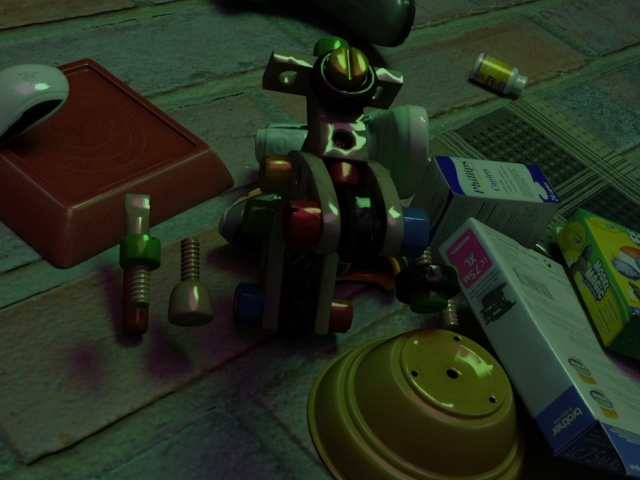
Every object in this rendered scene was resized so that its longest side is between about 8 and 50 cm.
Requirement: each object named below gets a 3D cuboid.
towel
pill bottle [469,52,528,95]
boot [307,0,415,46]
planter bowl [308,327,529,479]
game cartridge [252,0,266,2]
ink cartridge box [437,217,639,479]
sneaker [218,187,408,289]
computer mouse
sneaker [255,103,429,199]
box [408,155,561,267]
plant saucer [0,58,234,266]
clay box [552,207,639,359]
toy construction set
[{"bbox_3d":[0.313,-0.059,1.224,0.312,0.056,0.324,-27,60,-40],"label":"towel"},{"bbox_3d":[0.275,-0.253,1.434,0.083,0.043,0.043,25,38,7],"label":"pill bottle"},{"bbox_3d":[-0.034,-0.383,1.390,0.222,0.118,0.338,-11,39,-38],"label":"boot"},{"bbox_3d":[0.104,0.144,0.835,0.217,0.090,0.217,12,38,-10],"label":"planter bowl"},{"bbox_3d":[-0.117,-0.399,1.451,0.056,0.017,0.083,0,42,-19],"label":"game cartridge"},{"bbox_3d":[0.246,0.123,0.901,0.185,0.065,0.311,23,28,-39],"label":"ink cartridge box"},{"bbox_3d":[0.000,0.000,0.971,0.214,0.084,0.083,6,46,-18],"label":"sneaker"},{"bbox_3d":[-0.339,-0.120,0.912,0.193,0.042,0.106,-37,66,-10],"label":"computer mouse"},{"bbox_3d":[0.012,-0.090,0.993,0.151,0.256,0.094,3,84,-19],"label":"sneaker"},{"bbox_3d":[0.173,-0.022,1.039,0.137,0.126,0.072,4,42,-22],"label":"box"},{"bbox_3d":[-0.261,-0.106,1.004,0.259,0.048,0.258,37,41,19],"label":"plant saucer"},{"bbox_3d":[0.338,0.045,1.008,0.127,0.053,0.222,21,32,-18],"label":"clay box"},{"bbox_3d":[-0.038,-0.048,0.853,0.308,0.257,0.237,-8,67,7],"label":"toy construction set"}]
